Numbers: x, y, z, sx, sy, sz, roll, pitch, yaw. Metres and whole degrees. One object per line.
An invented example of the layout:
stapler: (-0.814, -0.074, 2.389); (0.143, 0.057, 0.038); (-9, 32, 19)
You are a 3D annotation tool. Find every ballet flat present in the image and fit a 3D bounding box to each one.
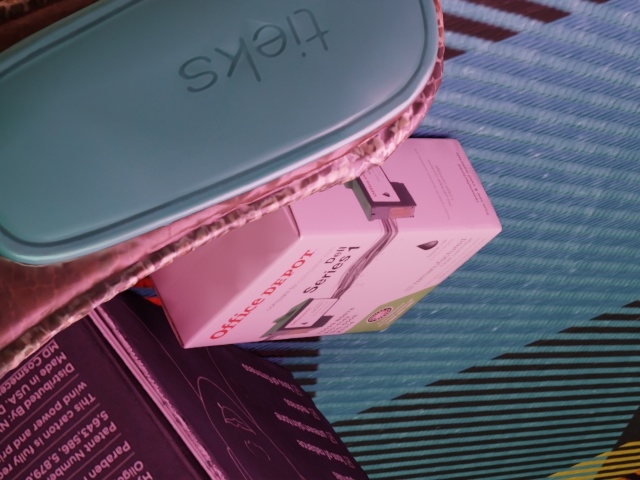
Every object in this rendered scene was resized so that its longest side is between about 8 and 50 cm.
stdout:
ballet flat: (-0.170, -0.008, 0.648); (0.483, 0.164, 0.182); (-26, -172, -30)

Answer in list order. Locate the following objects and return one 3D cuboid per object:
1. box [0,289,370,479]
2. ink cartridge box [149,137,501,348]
box: (-0.078, 0.323, 1.357); (0.297, 0.472, 0.480); (-43, 155, 5)
ink cartridge box: (0.000, 0.000, 1.286); (0.219, 0.092, 0.160); (-3, 150, -44)
